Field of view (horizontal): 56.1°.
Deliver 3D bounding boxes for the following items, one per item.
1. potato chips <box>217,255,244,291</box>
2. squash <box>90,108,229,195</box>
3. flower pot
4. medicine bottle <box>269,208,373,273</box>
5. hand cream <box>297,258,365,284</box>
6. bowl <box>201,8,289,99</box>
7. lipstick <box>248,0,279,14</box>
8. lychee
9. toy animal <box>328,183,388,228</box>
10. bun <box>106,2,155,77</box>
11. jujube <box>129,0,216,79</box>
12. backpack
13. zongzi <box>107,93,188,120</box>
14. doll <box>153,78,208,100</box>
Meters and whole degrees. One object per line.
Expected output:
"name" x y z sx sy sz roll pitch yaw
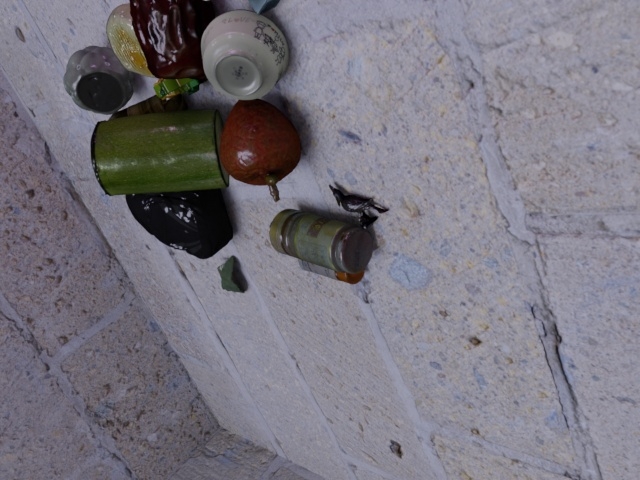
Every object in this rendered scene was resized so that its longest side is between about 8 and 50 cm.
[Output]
"potato chips" -0.383 0.155 2.565 0.167 0.059 0.228 32 144 42
"squash" -0.500 -0.282 1.924 0.385 0.263 0.263 -5 131 0
"flower pot" -0.797 -0.579 2.170 0.195 0.246 0.246 -115 16 -45
"medicine bottle" 0.000 0.000 1.857 0.322 0.151 0.151 16 134 44
"hand cream" 0.012 0.061 1.986 0.314 0.089 0.139 14 127 52
"bowl" -0.206 -0.464 1.575 0.238 0.126 0.237 3 137 3
"lipstick" -0.215 -0.717 1.491 0.317 0.066 0.068 54 149 -5
"lychee" -0.174 -0.260 1.729 0.255 0.255 0.299 -23 68 56
"toy animal" 0.100 -0.104 1.742 0.202 0.070 0.105 37 132 24
"bun" -0.560 -0.642 1.905 0.244 0.153 0.243 17 144 13
"jujube" -0.408 -0.615 1.658 0.258 0.258 0.376 15 133 42
"backpack" -0.554 -0.120 2.325 0.446 0.255 0.363 16 137 22
"zongzi" -0.566 -0.359 2.111 0.134 0.286 0.288 -104 -9 -50
"doll" -0.431 -0.502 1.871 0.106 0.186 0.134 61 174 -18
